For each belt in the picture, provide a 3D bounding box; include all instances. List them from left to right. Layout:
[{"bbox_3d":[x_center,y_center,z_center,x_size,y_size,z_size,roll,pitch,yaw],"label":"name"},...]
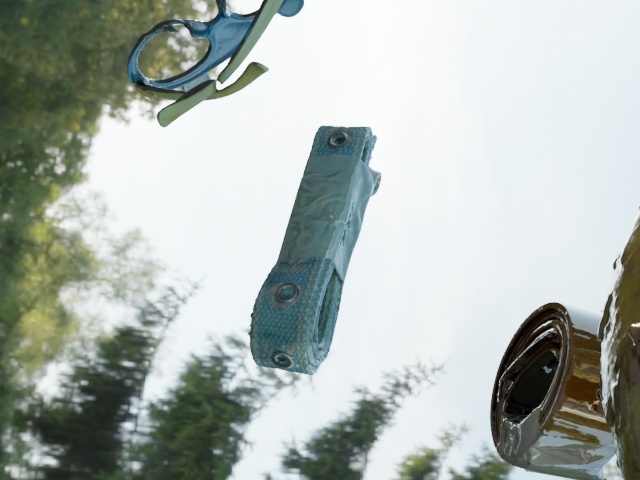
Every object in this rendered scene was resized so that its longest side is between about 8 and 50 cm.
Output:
[{"bbox_3d":[0.000,0.000,0.972,0.072,0.087,0.302,3,-128,21],"label":"belt"},{"bbox_3d":[0.273,0.173,1.063,0.261,0.105,0.184,113,-10,-61],"label":"belt"}]

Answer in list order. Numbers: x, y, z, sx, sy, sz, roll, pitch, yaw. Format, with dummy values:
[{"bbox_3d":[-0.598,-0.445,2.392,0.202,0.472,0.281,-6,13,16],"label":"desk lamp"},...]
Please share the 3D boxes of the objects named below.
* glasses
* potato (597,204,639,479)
[{"bbox_3d":[-0.116,-0.213,1.006,0.239,0.102,0.207,-37,-160,16],"label":"glasses"},{"bbox_3d":[0.243,0.044,0.566,0.176,0.141,0.298,128,-22,-48],"label":"potato"}]
